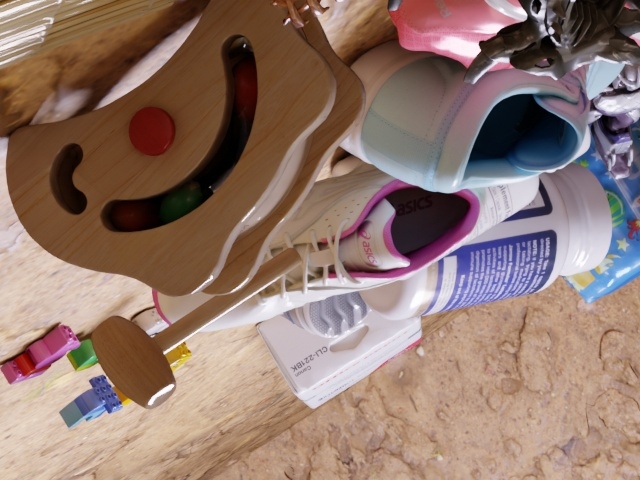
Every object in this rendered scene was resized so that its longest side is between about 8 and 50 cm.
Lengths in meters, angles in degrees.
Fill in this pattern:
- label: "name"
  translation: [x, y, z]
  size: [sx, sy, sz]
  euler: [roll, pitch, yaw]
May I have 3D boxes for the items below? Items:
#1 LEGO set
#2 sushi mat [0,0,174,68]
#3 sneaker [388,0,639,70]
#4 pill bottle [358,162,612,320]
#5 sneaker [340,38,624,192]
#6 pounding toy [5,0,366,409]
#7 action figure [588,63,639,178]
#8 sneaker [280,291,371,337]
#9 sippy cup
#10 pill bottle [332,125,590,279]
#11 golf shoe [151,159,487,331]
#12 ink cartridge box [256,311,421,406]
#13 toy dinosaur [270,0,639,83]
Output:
- label: "LEGO set"
  translation: [-0.188, 0.114, 1.412]
  size: [0.093, 0.087, 0.227]
  euler: [-38, 169, 26]
- label: "sushi mat"
  translation: [-0.182, -0.101, 0.672]
  size: [0.316, 0.019, 0.151]
  euler: [-28, 167, -29]
- label: "sneaker"
  translation: [0.158, -0.186, 1.105]
  size: [0.136, 0.116, 0.314]
  euler: [-28, 166, 32]
- label: "pill bottle"
  translation: [0.173, -0.008, 1.575]
  size: [0.264, 0.153, 0.153]
  euler: [-9, 159, -26]
- label: "sneaker"
  translation: [0.175, -0.109, 1.223]
  size: [0.366, 0.150, 0.135]
  euler: [-24, 140, -40]
- label: "pounding toy"
  translation: [-0.085, -0.044, 0.914]
  size: [0.269, 0.154, 0.155]
  euler: [-55, 165, 9]
- label: "action figure"
  translation: [0.315, -0.144, 1.567]
  size: [0.185, 0.099, 0.285]
  euler: [-2, 169, -1]
- label: "sneaker"
  translation: [0.054, 0.013, 1.721]
  size: [0.281, 0.105, 0.115]
  euler: [-30, -157, -34]
- label: "sippy cup"
  translation: [0.342, -0.054, 1.825]
  size: [0.305, 0.224, 0.240]
  euler: [-31, 168, -10]
- label: "pill bottle"
  translation: [0.138, -0.072, 1.405]
  size: [0.229, 0.131, 0.131]
  euler: [-31, 169, -9]
- label: "golf shoe"
  translation: [0.000, 0.000, 1.247]
  size: [0.306, 0.115, 0.140]
  euler: [-24, -167, -4]
- label: "ink cartridge box"
  translation: [0.032, 0.131, 2.031]
  size: [0.197, 0.114, 0.273]
  euler: [-32, 170, -2]
- label: "toy dinosaur"
  translation: [0.112, -0.213, 0.818]
  size: [0.322, 0.164, 0.218]
  euler: [-13, 151, -8]
